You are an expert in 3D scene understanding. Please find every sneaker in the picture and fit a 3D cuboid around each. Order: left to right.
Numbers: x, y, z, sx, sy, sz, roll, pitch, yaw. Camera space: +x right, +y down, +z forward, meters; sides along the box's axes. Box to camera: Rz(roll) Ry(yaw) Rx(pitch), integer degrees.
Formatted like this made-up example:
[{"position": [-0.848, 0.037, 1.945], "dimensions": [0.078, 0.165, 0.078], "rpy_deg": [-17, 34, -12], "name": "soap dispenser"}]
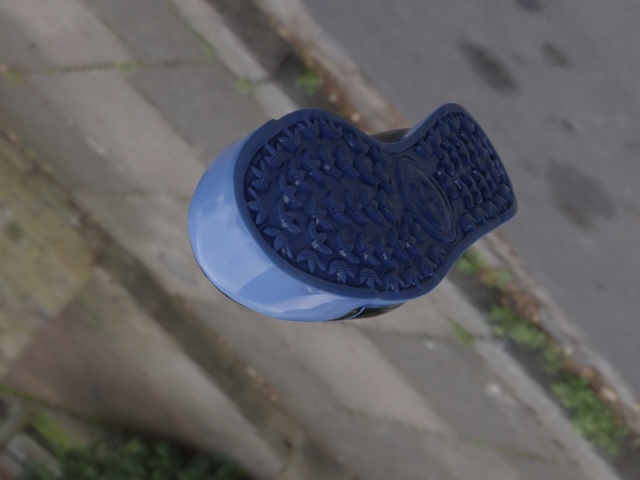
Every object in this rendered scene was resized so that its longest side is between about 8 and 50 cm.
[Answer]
[{"position": [0.000, 0.000, 0.670], "dimensions": [0.081, 0.090, 0.232], "rpy_deg": [62, -155, 7], "name": "sneaker"}]
